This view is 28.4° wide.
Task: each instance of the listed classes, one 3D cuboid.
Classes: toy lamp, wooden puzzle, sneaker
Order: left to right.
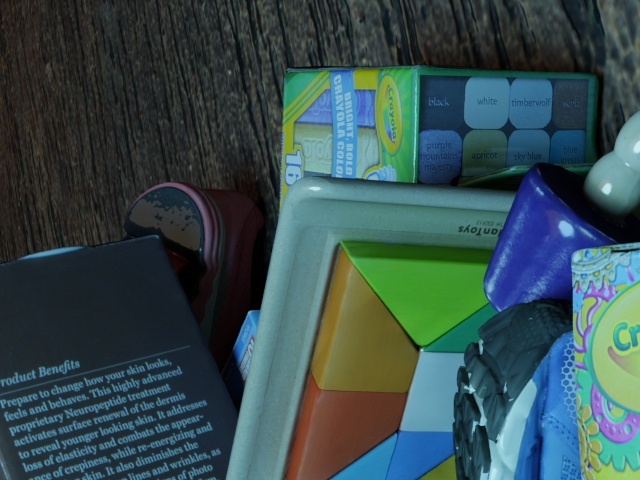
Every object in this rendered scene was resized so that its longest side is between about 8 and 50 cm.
[{"bbox_3d":[-0.115,0.098,1.130,0.116,0.136,0.314,26,110,29],"label":"sneaker"},{"bbox_3d":[0.069,0.077,0.689,0.044,0.220,0.239,-114,33,-54],"label":"wooden puzzle"},{"bbox_3d":[0.148,0.173,0.606,0.130,0.147,0.330,-87,-17,-66],"label":"sneaker"},{"bbox_3d":[0.168,-0.069,0.568,0.275,0.080,0.080,-58,41,23],"label":"toy lamp"}]

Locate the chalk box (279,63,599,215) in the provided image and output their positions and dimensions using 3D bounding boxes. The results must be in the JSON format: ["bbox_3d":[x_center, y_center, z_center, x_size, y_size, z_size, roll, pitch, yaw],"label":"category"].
[{"bbox_3d":[0.079,-0.037,0.757,0.213,0.132,0.132,16,105,62],"label":"chalk box"}]

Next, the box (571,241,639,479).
[{"bbox_3d":[0.258,0.074,0.280,0.290,0.279,0.177,-5,87,62],"label":"box"}]

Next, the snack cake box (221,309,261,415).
[{"bbox_3d":[-0.032,0.196,1.023,0.152,0.089,0.264,64,144,38],"label":"snack cake box"}]

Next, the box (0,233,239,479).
[{"bbox_3d":[-0.151,0.199,0.929,0.143,0.191,0.381,-46,63,49],"label":"box"}]
